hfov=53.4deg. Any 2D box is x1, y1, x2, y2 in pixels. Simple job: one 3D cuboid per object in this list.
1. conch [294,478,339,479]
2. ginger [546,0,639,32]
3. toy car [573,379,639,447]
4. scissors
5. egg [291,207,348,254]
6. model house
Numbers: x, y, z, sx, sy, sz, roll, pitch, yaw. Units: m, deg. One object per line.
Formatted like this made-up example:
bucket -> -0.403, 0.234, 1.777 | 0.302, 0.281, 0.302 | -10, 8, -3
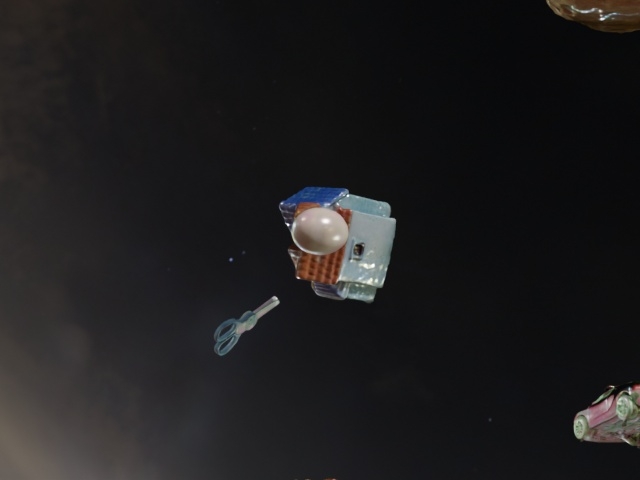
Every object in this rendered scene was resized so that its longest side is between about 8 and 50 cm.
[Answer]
conch -> 0.044, 0.418, 0.971 | 0.233, 0.086, 0.080 | 19, -73, 20
ginger -> 0.431, -0.366, 0.863 | 0.276, 0.221, 0.130 | 11, -86, 7
toy car -> 0.310, 0.172, 0.641 | 0.069, 0.055, 0.142 | 7, -31, -6
scissors -> -0.218, 0.240, 1.901 | 0.030, 0.256, 0.125 | 32, -43, 26
egg -> 0.000, -0.020, 1.385 | 0.103, 0.135, 0.103 | -3, -94, 53
model house -> 0.000, 0.000, 1.672 | 0.252, 0.329, 0.294 | 13, -88, 41
